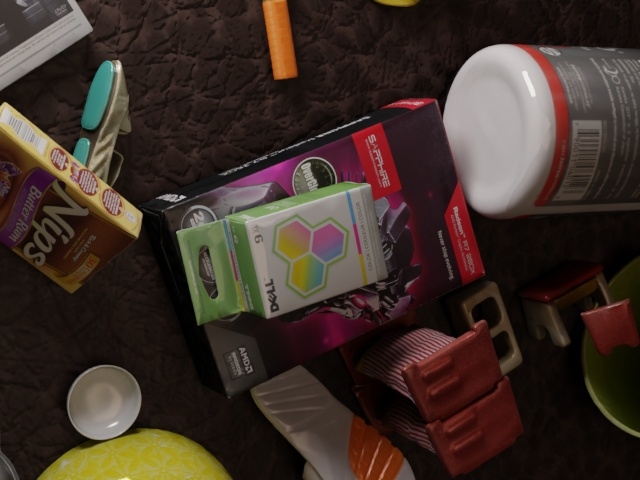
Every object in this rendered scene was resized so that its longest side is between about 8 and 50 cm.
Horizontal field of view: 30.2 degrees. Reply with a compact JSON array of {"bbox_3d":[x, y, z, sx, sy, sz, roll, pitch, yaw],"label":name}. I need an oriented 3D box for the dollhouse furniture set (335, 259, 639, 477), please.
[{"bbox_3d":[0.226,0.112,1.446,0.374,0.201,0.152,-28,108,-21],"label":"dollhouse furniture set"}]

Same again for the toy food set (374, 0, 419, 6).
[{"bbox_3d":[0.073,-0.371,1.386,0.218,0.071,0.128,44,76,-24],"label":"toy food set"}]

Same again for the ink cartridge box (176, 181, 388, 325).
[{"bbox_3d":[-0.038,0.015,1.273,0.209,0.062,0.108,-17,104,-24],"label":"ink cartridge box"}]

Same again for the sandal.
[{"bbox_3d":[0.010,0.247,1.427,0.265,0.076,0.102,49,62,0],"label":"sandal"}]

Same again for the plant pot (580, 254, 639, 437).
[{"bbox_3d":[0.544,0.179,1.608,0.293,0.275,0.274,31,81,-43],"label":"plant pot"}]

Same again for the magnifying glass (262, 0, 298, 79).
[{"bbox_3d":[-0.057,-0.300,1.357,0.092,0.026,0.230,-14,100,-26],"label":"magnifying glass"}]

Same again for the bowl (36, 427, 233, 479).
[{"bbox_3d":[-0.184,0.363,1.290,0.290,0.156,0.289,-3,97,-27],"label":"bowl"}]

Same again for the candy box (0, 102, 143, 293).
[{"bbox_3d":[-0.288,-0.040,1.220,0.109,0.053,0.187,-38,118,23],"label":"candy box"}]

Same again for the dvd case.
[{"bbox_3d":[-0.366,-0.268,1.197,0.179,0.030,0.238,-38,112,-19],"label":"dvd case"}]

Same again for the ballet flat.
[{"bbox_3d":[-0.232,-0.110,1.274,0.052,0.057,0.168,15,98,-39],"label":"ballet flat"}]

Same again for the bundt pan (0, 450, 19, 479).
[{"bbox_3d":[-0.438,0.261,1.103,0.331,0.124,0.330,5,74,-19],"label":"bundt pan"}]

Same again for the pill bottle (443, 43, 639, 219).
[{"bbox_3d":[0.353,-0.135,1.479,0.363,0.210,0.210,-3,97,-27],"label":"pill bottle"}]

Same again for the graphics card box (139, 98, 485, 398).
[{"bbox_3d":[0.000,0.000,1.379,0.371,0.094,0.232,-23,106,-22],"label":"graphics card box"}]

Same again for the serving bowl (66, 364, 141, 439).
[{"bbox_3d":[-0.242,0.176,1.311,0.083,0.027,0.083,-4,98,-27],"label":"serving bowl"}]
